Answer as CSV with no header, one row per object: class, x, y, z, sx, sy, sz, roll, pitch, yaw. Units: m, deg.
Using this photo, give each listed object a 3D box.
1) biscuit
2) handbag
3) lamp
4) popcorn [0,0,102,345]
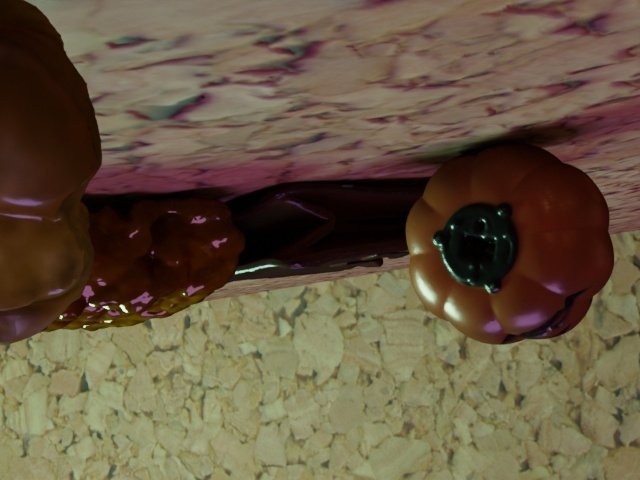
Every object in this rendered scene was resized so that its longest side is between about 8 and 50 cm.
biscuit,-0.260,0.036,1.058,0.312,0.110,0.318,-7,174,-37
handbag,-0.001,-0.001,1.200,0.276,0.084,0.260,-5,173,-36
lamp,0.176,0.004,1.011,0.188,0.187,0.164,-12,172,30
popcorn,-0.227,0.027,0.401,0.332,0.265,0.225,-47,-165,1
